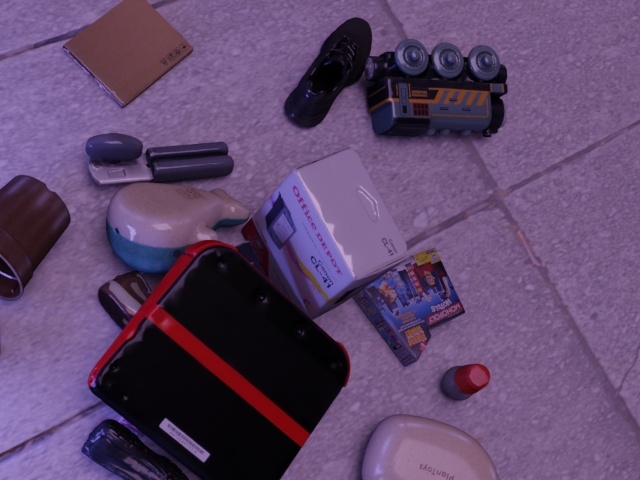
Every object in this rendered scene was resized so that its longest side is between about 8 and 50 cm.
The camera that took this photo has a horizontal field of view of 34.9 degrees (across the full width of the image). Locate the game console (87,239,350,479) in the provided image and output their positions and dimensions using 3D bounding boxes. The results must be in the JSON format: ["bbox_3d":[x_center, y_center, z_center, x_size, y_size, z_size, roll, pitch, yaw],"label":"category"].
[{"bbox_3d":[-0.156,0.227,1.750,0.386,0.060,0.342,43,72,-18],"label":"game console"}]

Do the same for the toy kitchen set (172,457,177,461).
[{"bbox_3d":[-0.228,0.341,1.770,0.075,0.068,0.083,9,79,-42],"label":"toy kitchen set"}]

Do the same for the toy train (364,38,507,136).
[{"bbox_3d":[0.248,-0.312,2.146,0.333,0.142,0.190,0,84,-24],"label":"toy train"}]

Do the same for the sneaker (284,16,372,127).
[{"bbox_3d":[0.038,-0.358,2.077,0.109,0.130,0.286,32,62,-5],"label":"sneaker"}]

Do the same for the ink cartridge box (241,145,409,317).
[{"bbox_3d":[0.000,0.000,1.832,0.131,0.306,0.226,-25,81,-27],"label":"ink cartridge box"}]

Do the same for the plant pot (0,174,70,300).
[{"bbox_3d":[-0.524,-0.013,1.728,0.167,0.167,0.165,38,54,-5],"label":"plant pot"}]

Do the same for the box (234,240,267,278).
[{"bbox_3d":[-0.174,0.108,1.847,0.156,0.093,0.158,-22,81,-26],"label":"box"}]

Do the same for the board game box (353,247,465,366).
[{"bbox_3d":[0.176,0.136,1.990,0.194,0.060,0.194,-19,80,-26],"label":"board game box"}]

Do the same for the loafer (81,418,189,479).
[{"bbox_3d":[-0.301,0.392,1.715,0.223,0.076,0.078,41,98,-10],"label":"loafer"}]

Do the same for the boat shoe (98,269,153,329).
[{"bbox_3d":[-0.276,0.158,1.792,0.095,0.095,0.257,-37,87,-34],"label":"boat shoe"}]

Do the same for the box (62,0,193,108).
[{"bbox_3d":[-0.373,-0.375,1.986,0.164,0.021,0.201,45,63,-1],"label":"box"}]

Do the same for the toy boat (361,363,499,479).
[{"bbox_3d":[0.229,0.375,1.892,0.267,0.148,0.318,27,71,-4],"label":"toy boat"}]

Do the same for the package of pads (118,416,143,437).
[{"bbox_3d":[-0.311,0.294,1.761,0.050,0.032,0.083,32,63,-9],"label":"package of pads"}]

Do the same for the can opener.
[{"bbox_3d":[-0.296,-0.150,1.895,0.280,0.093,0.074,-4,54,-27],"label":"can opener"}]

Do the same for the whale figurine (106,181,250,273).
[{"bbox_3d":[-0.261,-0.023,1.850,0.216,0.141,0.272,34,32,33],"label":"whale figurine"}]
